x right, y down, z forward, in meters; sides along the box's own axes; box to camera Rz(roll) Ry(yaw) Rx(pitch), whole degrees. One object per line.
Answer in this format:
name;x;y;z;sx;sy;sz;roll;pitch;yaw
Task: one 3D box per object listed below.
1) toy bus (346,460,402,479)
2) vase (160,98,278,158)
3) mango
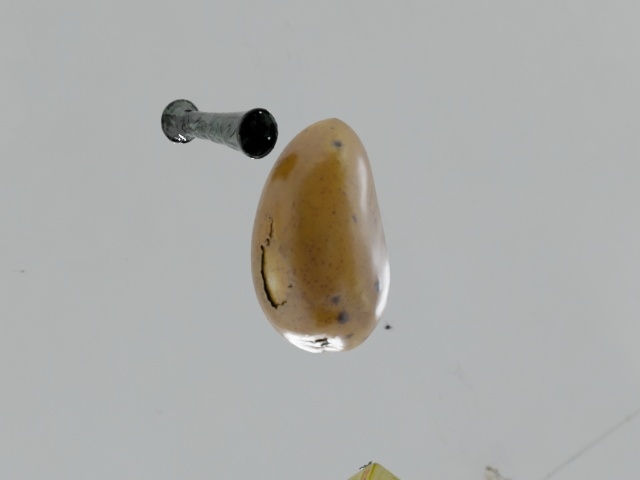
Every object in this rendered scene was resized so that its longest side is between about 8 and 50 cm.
toy bus;0.133;0.378;0.691;0.330;0.152;0.144;38;-141;-1
vase;-0.123;-0.135;0.827;0.059;0.167;0.059;-15;-68;-41
mango;0.000;0.000;0.838;0.159;0.191;0.291;6;-77;28
